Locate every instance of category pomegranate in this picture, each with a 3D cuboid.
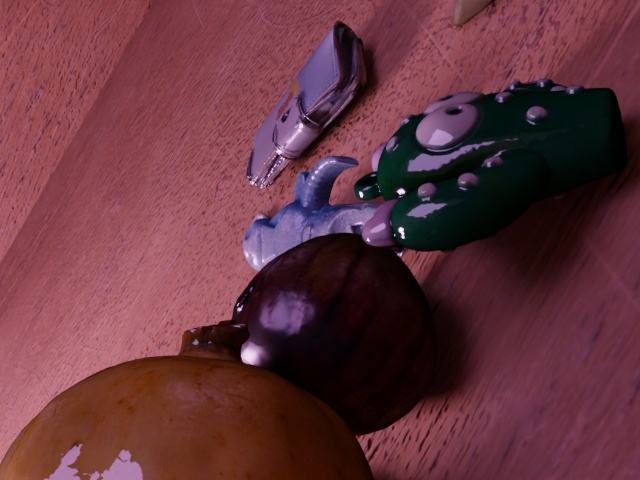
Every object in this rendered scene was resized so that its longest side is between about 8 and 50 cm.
[{"bbox_3d":[-0.088,0.221,0.636,0.307,0.307,0.307,-40,33,34],"label":"pomegranate"}]

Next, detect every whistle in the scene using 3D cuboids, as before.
[{"bbox_3d":[0.000,0.000,1.005,0.269,0.093,0.180,-11,79,55],"label":"whistle"}]

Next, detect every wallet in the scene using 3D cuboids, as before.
[{"bbox_3d":[-0.020,-0.183,1.244,0.231,0.069,0.170,-48,25,34],"label":"wallet"}]

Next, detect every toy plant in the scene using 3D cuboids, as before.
[{"bbox_3d":[0.140,-0.073,0.774,0.243,0.112,0.232,-23,22,3],"label":"toy plant"}]

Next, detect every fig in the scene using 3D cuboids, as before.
[{"bbox_3d":[0.022,0.060,0.825,0.204,0.186,0.249,-51,15,58],"label":"fig"}]

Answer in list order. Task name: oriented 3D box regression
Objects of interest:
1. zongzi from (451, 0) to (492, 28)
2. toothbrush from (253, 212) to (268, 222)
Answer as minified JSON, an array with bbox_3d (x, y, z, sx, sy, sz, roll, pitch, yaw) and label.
[{"bbox_3d":[0.258,-0.329,0.900,0.289,0.154,0.317,48,139,47],"label":"zongzi"},{"bbox_3d":[-0.066,0.070,1.103,0.040,0.040,0.386,-49,29,21],"label":"toothbrush"}]
